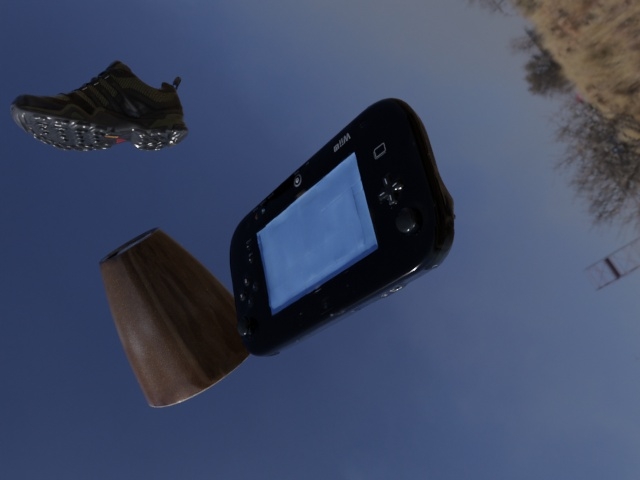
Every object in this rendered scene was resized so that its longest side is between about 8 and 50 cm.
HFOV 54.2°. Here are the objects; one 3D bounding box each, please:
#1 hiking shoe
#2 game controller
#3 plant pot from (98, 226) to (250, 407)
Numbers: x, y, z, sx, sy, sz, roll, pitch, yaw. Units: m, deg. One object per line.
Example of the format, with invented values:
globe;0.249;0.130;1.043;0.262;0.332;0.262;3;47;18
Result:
hiking shoe;-0.298;-0.186;0.853;0.226;0.086;0.114;0;-109;-30
game controller;0.000;0.000;0.628;0.067;0.319;0.167;-3;-113;-42
plant pot;-0.240;0.102;0.993;0.230;0.215;0.215;61;-154;-13
